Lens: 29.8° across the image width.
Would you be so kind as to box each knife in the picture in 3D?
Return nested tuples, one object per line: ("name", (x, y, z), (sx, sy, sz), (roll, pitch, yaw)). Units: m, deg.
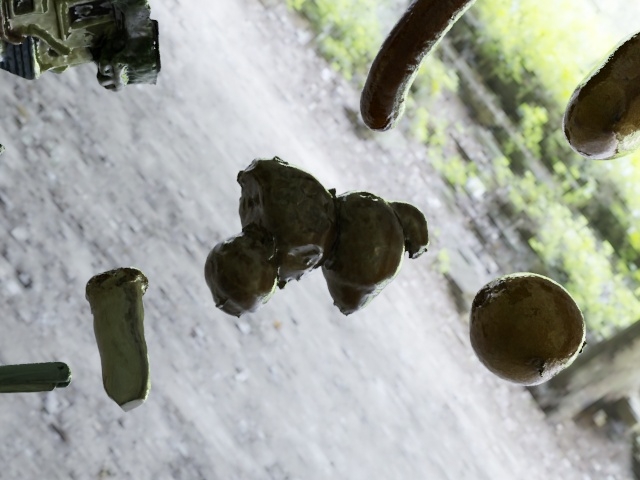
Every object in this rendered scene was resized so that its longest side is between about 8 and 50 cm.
("knife", (-0.397, 0.177, 1.525), (0.023, 0.162, 0.044), (98, -16, -46))

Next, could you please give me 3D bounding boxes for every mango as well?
("mango", (0.282, -0.130, 1.099), (0.090, 0.178, 0.115), (40, -32, 16))

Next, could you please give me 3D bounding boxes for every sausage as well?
("sausage", (0.144, -0.300, 1.903), (0.103, 0.302, 0.076), (9, 35, -43))

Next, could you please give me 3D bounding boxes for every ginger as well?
("ginger", (0.000, 0.000, 1.927), (0.176, 0.375, 0.256), (164, -72, -68))

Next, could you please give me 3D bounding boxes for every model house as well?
("model house", (-0.393, -0.341, 1.736), (0.321, 0.266, 0.261), (98, -27, -52))

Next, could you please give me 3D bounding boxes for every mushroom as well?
("mushroom", (-0.239, 0.122, 1.468), (0.071, 0.084, 0.209), (66, 6, -51))

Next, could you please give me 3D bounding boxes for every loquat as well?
("loquat", (0.245, 0.105, 1.447), (0.141, 0.141, 0.141), (49, 13, -15))

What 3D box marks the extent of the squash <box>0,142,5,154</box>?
("squash", (-0.600, -0.241, 2.002), (0.071, 0.080, 0.318), (90, -23, -46))
